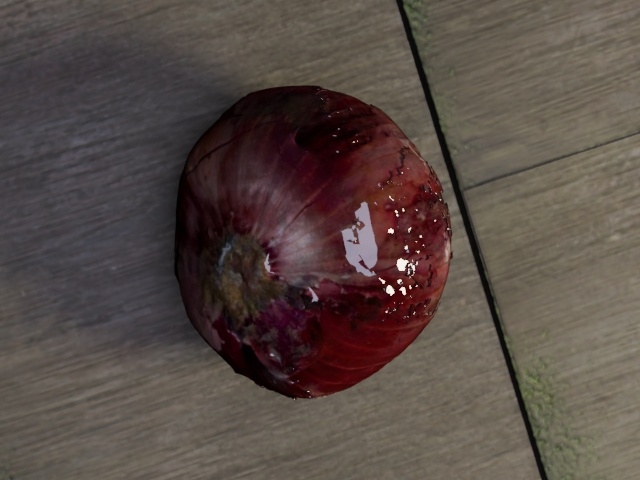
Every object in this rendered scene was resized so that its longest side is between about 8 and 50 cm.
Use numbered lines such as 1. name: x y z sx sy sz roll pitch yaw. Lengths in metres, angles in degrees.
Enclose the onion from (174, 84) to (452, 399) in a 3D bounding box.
1. onion: 0.000 0.000 1.562 0.252 0.219 0.252 5 99 33
